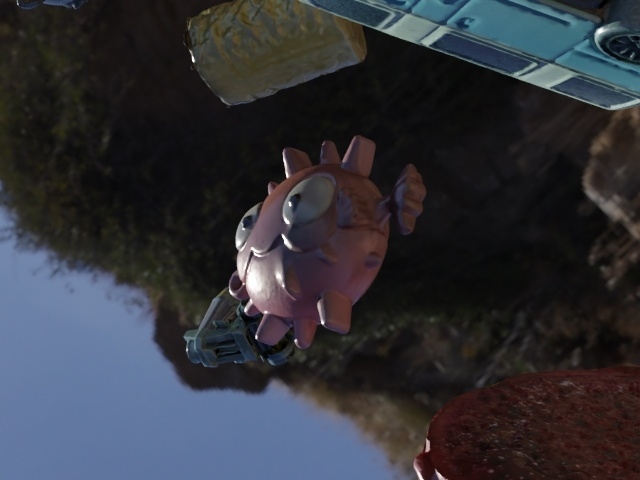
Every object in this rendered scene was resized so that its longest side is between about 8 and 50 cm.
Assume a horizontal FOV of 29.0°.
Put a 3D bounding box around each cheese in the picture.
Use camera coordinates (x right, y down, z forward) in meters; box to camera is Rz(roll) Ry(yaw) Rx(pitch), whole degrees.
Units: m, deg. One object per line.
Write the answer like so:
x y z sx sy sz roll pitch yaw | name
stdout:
-0.045 -0.214 1.291 0.123 0.167 0.093 50 -153 -53 | cheese

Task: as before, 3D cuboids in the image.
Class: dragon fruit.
0.252 0.247 0.907 0.386 0.249 0.371 2 -163 -8 | dragon fruit

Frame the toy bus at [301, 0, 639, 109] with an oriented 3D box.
0.099 -0.173 0.709 0.271 0.133 0.165 18 167 -11 | toy bus

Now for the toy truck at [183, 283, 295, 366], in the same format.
-0.088 0.086 1.813 0.256 0.140 0.108 -57 -50 -43 | toy truck

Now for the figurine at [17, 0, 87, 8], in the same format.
-0.294 -0.368 1.331 0.193 0.140 0.265 -11 -90 -45 | figurine

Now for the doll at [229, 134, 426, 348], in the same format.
0.000 0.000 1.208 0.093 0.262 0.211 20 -119 -39 | doll
